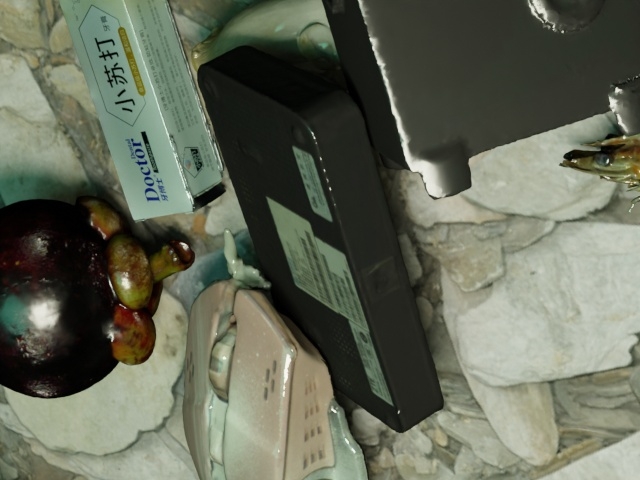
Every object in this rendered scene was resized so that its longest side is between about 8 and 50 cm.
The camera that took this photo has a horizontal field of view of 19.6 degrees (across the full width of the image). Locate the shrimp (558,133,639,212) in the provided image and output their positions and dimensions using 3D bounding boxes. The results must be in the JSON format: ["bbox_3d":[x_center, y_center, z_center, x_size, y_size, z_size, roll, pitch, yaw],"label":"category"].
[{"bbox_3d":[0.356,-0.028,1.596,0.296,0.058,0.169,1,113,23],"label":"shrimp"}]

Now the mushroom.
[{"bbox_3d":[-0.001,-0.190,1.693,0.278,0.096,0.099,-8,72,29],"label":"mushroom"}]

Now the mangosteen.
[{"bbox_3d":[-0.245,0.050,1.863,0.250,0.211,0.211,-15,104,2],"label":"mangosteen"}]

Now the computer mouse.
[{"bbox_3d":[-0.064,0.175,1.800,0.199,0.115,0.389,16,128,46],"label":"computer mouse"}]

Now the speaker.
[{"bbox_3d":[0.127,-0.190,1.514,0.232,0.184,0.254,-18,103,-7],"label":"speaker"}]

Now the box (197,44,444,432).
[{"bbox_3d":[0.000,0.000,1.684,0.211,0.058,0.350,29,144,52],"label":"box"}]

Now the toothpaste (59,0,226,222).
[{"bbox_3d":[-0.182,-0.176,1.804,0.089,0.071,0.312,-8,106,34],"label":"toothpaste"}]
